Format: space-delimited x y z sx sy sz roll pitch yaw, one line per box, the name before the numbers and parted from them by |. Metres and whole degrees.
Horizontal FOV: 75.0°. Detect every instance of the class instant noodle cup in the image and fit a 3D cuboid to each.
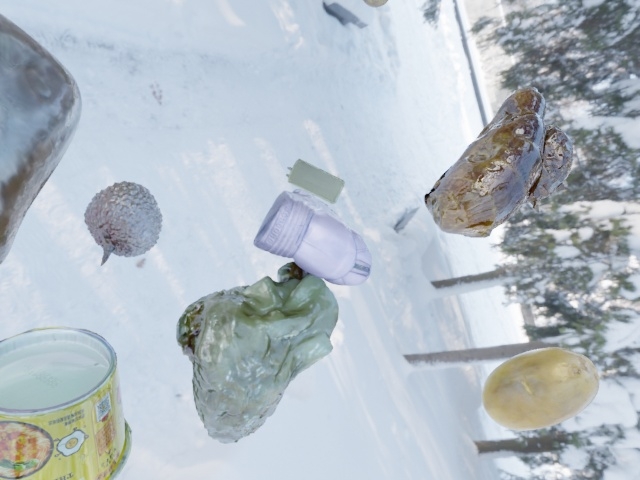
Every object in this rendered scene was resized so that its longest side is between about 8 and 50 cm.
instant noodle cup | -0.555 0.348 0.848 0.325 0.325 0.254 -39 145 -63

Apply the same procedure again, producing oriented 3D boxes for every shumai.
shumai | -0.073 0.146 0.584 0.189 0.218 0.256 66 -13 6

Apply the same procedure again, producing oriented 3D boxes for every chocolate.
chocolate | -0.317 -0.109 0.392 0.157 0.080 0.254 42 47 -47

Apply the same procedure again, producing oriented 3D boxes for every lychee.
lychee | -0.434 -0.037 0.918 0.165 0.165 0.198 54 43 -38

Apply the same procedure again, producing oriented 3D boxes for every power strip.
power strip | -0.018 -0.169 1.176 0.076 0.168 0.028 -63 178 4

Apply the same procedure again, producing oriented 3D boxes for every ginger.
ginger | 0.404 -0.131 0.901 0.418 0.176 0.254 -45 107 -25

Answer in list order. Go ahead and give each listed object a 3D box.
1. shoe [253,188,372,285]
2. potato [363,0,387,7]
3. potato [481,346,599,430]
shoe | 0.000 0.000 0.563 0.137 0.095 0.245 32 4 1
potato | 0.100 -0.512 0.876 0.037 0.093 0.036 -25 145 -30
potato | 0.452 0.308 0.868 0.150 0.233 0.146 63 8 19
